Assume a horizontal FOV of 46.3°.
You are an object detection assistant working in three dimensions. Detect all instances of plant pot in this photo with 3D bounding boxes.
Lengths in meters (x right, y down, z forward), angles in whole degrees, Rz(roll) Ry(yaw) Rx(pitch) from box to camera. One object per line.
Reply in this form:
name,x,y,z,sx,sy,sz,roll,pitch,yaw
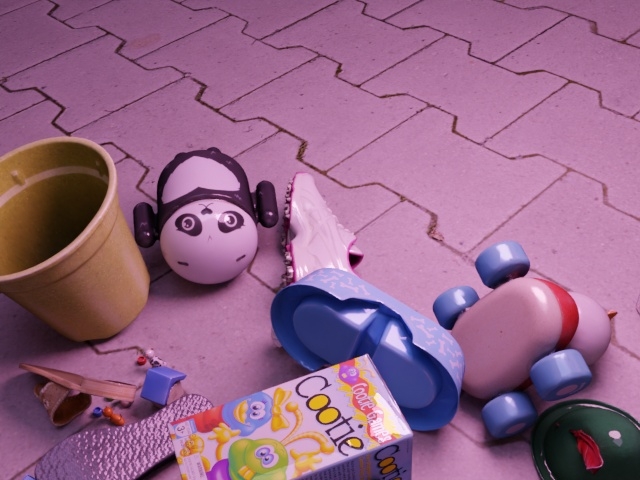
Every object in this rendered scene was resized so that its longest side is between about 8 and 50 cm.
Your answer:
plant pot,-0.399,0.023,1.182,0.276,0.254,0.276,-9,50,10

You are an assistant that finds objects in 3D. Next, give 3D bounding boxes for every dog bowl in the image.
dog bowl,0.071,0.146,1.064,0.297,0.166,0.074,30,43,12

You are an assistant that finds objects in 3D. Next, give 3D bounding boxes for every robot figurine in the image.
robot figurine,-0.202,-0.052,1.322,0.209,0.174,0.278,-40,38,21

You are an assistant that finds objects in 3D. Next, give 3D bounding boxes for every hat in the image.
hat,0.367,0.235,0.942,0.173,0.183,0.208,-6,42,-2

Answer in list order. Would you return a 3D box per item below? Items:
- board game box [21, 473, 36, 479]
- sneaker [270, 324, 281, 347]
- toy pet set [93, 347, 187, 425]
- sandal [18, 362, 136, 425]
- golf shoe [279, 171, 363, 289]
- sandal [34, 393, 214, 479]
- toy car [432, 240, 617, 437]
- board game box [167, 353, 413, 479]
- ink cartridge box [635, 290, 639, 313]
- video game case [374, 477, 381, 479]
board game box,-0.342,0.406,0.935,0.212,0.039,0.160,17,47,24
sneaker,-0.008,0.139,1.189,0.152,0.061,0.053,4,31,-19
toy pet set,-0.268,0.214,1.119,0.114,0.065,0.122,16,47,22
sandal,-0.371,0.234,1.097,0.240,0.088,0.079,2,76,35
golf shoe,0.000,0.000,1.310,0.140,0.115,0.306,3,48,-7
sandal,-0.259,0.296,1.034,0.255,0.054,0.097,-15,57,-30
toy car,0.327,0.143,1.088,0.238,0.210,0.219,5,48,-33
board game box,-0.036,0.281,0.963,0.275,0.144,0.142,-17,43,-13
ink cartridge box,0.537,0.113,1.121,0.056,0.099,0.135,-8,43,-3
video game case,0.026,0.419,0.849,0.210,0.041,0.232,-27,46,-4
